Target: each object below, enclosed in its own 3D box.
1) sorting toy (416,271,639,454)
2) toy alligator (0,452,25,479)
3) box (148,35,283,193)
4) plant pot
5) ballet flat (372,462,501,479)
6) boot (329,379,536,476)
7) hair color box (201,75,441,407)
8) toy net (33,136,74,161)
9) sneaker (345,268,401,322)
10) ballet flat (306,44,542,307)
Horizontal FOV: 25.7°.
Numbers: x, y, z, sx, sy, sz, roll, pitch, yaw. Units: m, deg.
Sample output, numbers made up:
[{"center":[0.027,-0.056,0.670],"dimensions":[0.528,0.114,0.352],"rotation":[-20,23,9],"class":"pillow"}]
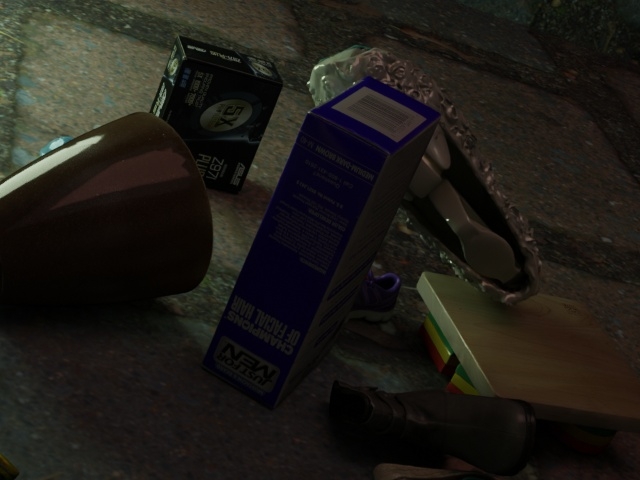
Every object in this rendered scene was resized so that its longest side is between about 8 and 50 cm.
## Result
[{"center":[0.261,0.165,1.769],"dimensions":[0.257,0.089,0.255],"rotation":[12,29,-26],"class":"sorting toy"},{"center":[-0.296,0.216,1.245],"dimensions":[0.190,0.056,0.051],"rotation":[39,-13,29],"class":"toy alligator"},{"center":[-0.155,-0.172,1.944],"dimensions":[0.147,0.180,0.077],"rotation":[14,26,-22],"class":"box"},{"center":[-0.274,-0.014,1.550],"dimensions":[0.230,0.215,0.215],"rotation":[-18,47,-36],"class":"plant pot"},{"center":[0.133,0.264,1.516],"dimensions":[0.168,0.057,0.052],"rotation":[13,18,-24],"class":"ballet flat"},{"center":[0.111,0.198,1.516],"dimensions":[0.161,0.083,0.246],"rotation":[11,-6,-23],"class":"boot"},{"center":[0.000,0.000,1.568],"dimensions":[0.110,0.339,0.185],"rotation":[28,26,12],"class":"hair color box"},{"center":[-0.312,-0.062,1.764],"dimensions":[0.122,0.045,0.232],"rotation":[23,27,-8],"class":"toy net"},{"center":[0.033,0.062,1.790],"dimensions":[0.170,0.071,0.068],"rotation":[-3,37,-43],"class":"sneaker"},{"center":[0.147,-0.068,1.682],"dimensions":[0.409,0.147,0.147],"rotation":[45,15,-28],"class":"ballet flat"}]
